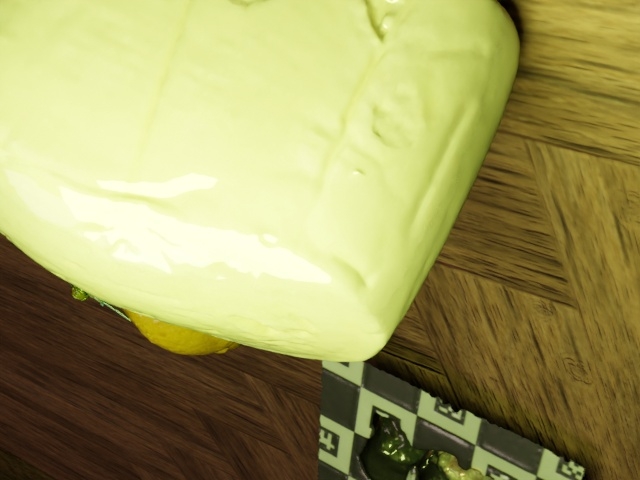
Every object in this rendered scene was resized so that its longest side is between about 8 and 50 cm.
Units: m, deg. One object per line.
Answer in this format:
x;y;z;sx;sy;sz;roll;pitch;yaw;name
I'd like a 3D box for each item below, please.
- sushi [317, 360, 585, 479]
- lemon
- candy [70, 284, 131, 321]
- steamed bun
0.179;0.291;1.785;0.373;0.100;0.296;23;131;24;sushi
-0.173;0.051;1.755;0.188;0.188;0.256;12;147;46;lemon
-0.380;0.107;2.337;0.123;0.035;0.035;32;145;-7;candy
-0.098;-0.108;1.137;0.456;0.371;0.290;28;164;1;steamed bun
